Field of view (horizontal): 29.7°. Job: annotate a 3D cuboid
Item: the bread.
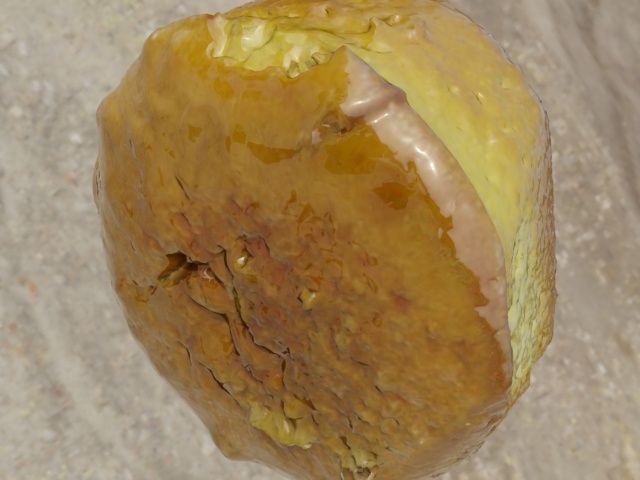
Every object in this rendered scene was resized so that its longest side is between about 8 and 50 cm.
[{"bbox_3d":[0.000,0.000,0.584,0.146,0.268,0.268,-39,96,-40],"label":"bread"}]
